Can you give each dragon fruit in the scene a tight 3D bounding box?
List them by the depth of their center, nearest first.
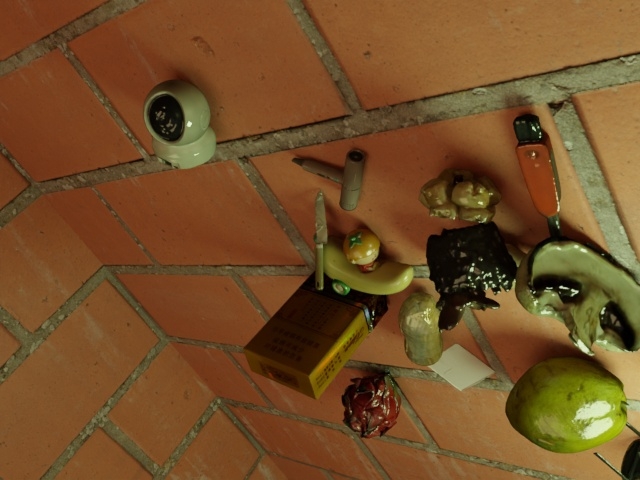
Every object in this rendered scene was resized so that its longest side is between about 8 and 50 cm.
[{"bbox_3d":[0.202,0.594,2.479,0.233,0.234,0.293,35,126,5],"label":"dragon fruit"}]

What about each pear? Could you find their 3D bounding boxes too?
[{"bbox_3d":[0.659,0.443,1.818,0.321,0.269,0.269,-15,121,36],"label":"pear"}]

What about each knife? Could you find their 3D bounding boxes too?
[{"bbox_3d":[0.002,0.000,1.969,0.047,0.017,0.298,6,99,47],"label":"knife"}]

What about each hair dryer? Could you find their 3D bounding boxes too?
[{"bbox_3d":[0.019,-0.204,1.826,0.220,0.053,0.195,34,147,18],"label":"hair dryer"}]

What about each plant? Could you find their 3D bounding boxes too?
[{"bbox_3d":[0.353,0.072,1.577,0.178,0.204,0.234,-20,83,49],"label":"plant"}]

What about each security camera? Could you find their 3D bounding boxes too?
[{"bbox_3d":[-0.401,-0.346,1.925,0.194,0.194,0.236,23,139,21],"label":"security camera"}]

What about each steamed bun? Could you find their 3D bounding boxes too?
[{"bbox_3d":[0.316,-0.107,1.546,0.192,0.177,0.106,12,102,26],"label":"steamed bun"}]

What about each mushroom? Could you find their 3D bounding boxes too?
[{"bbox_3d":[0.572,0.132,1.513,0.344,0.248,0.130,18,159,-15],"label":"mushroom"}]

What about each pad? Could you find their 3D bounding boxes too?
[{"bbox_3d":[0.452,0.416,2.200,0.156,0.004,0.232,36,147,2],"label":"pad"}]

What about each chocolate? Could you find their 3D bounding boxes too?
[{"bbox_3d":[0.305,0.274,2.051,0.134,0.134,0.309,20,143,26],"label":"chocolate"}]

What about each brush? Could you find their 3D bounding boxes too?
[{"bbox_3d":[0.479,-0.133,1.461,0.070,0.051,0.323,0,129,35],"label":"brush"}]

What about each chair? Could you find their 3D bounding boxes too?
[{"bbox_3d":[0.903,0.598,1.848,0.247,0.159,0.172,49,144,-15],"label":"chair"}]

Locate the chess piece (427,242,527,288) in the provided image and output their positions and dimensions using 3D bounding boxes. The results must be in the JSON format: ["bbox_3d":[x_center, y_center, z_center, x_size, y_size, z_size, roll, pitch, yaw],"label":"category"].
[{"bbox_3d":[0.431,0.060,1.697,0.307,0.139,0.124,-3,174,40],"label":"chess piece"}]

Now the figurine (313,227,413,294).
[{"bbox_3d":[0.123,0.056,1.972,0.324,0.124,0.222,13,134,35],"label":"figurine"}]

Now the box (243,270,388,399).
[{"bbox_3d":[-0.004,0.267,2.080,0.264,0.415,0.116,14,135,34],"label":"box"}]
